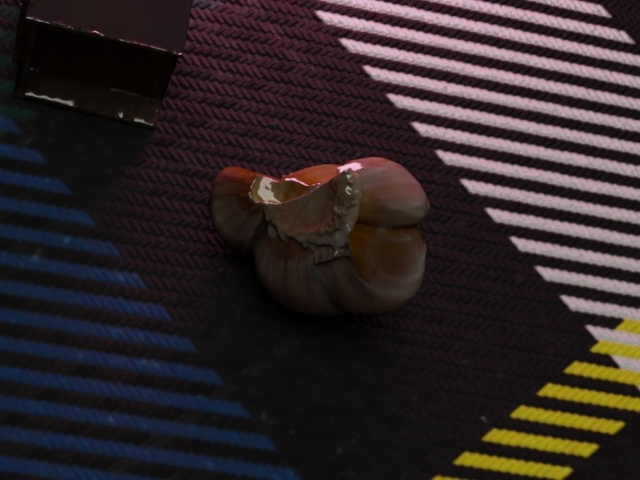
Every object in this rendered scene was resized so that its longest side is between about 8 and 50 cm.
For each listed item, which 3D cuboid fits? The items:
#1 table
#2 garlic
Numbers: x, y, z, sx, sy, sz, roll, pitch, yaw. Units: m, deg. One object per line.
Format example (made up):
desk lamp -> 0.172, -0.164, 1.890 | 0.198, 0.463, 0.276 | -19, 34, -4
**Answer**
table -> -0.221, -0.249, 1.647 | 0.173, 0.169, 0.193 | 13, 65, -10
garlic -> 0.000, 0.000, 1.607 | 0.191, 0.214, 0.160 | 11, 75, -59
